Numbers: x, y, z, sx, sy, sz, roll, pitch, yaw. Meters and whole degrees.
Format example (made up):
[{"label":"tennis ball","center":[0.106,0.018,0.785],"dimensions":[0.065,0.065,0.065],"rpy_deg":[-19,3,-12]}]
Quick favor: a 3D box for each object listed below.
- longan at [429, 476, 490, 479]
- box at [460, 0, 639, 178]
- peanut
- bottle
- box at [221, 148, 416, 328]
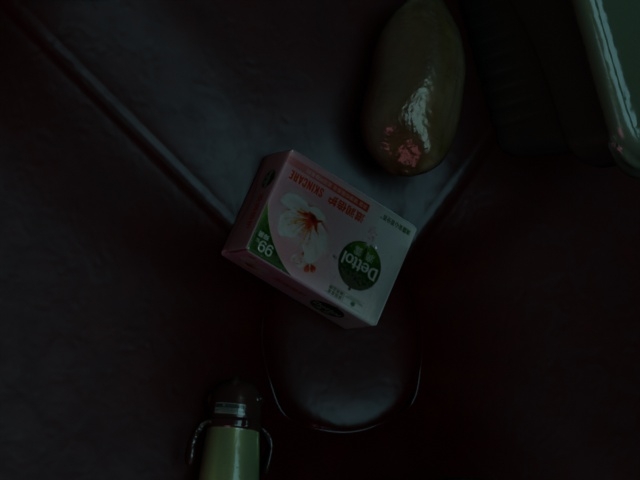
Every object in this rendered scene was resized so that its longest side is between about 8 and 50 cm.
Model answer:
[{"label":"longan","center":[0.113,0.276,1.391],"dimensions":[0.198,0.198,0.212],"rpy_deg":[-35,102,-28]},{"label":"box","center":[0.203,-0.180,1.492],"dimensions":[0.138,0.178,0.274],"rpy_deg":[-17,93,-30]},{"label":"peanut","center":[0.074,-0.119,1.473],"dimensions":[0.076,0.076,0.152],"rpy_deg":[20,70,-27]},{"label":"bottle","center":[-0.063,0.149,1.384],"dimensions":[0.063,0.047,0.101],"rpy_deg":[24,66,-55]},{"label":"box","center":[0.000,0.000,1.434],"dimensions":[0.125,0.043,0.089],"rpy_deg":[30,71,-24]}]
